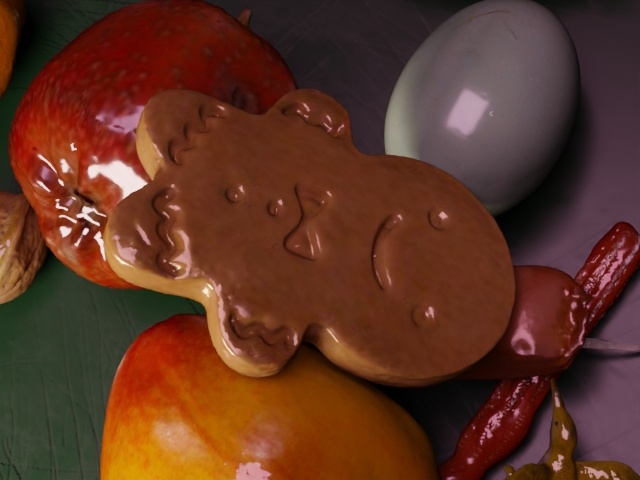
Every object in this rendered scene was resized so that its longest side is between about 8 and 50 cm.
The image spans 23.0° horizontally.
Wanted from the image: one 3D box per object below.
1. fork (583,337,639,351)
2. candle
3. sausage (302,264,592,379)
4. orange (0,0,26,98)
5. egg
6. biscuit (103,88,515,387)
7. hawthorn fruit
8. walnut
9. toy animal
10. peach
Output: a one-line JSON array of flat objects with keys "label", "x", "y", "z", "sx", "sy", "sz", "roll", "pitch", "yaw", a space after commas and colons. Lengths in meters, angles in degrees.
[{"label": "fork", "x": 0.280, "y": 0.098, "z": 1.445, "sx": 0.115, "sy": 0.012, "sz": 0.016, "roll": 5, "pitch": 75, "yaw": -9}, {"label": "candle", "x": 0.200, "y": 0.123, "z": 1.456, "sx": 0.051, "sy": 0.048, "sz": 0.329, "roll": 39, "pitch": 85, "yaw": -21}, {"label": "sausage", "x": 0.081, "y": 0.079, "z": 1.455, "sx": 0.348, "sy": 0.094, "sz": 0.097, "roll": -2, "pitch": 67, "yaw": 22}, {"label": "orange", "x": -0.433, "y": -0.229, "z": 1.614, "sx": 0.249, "sy": 0.183, "sz": 0.249, "roll": 4, "pitch": 55, "yaw": -6}, {"label": "egg", "x": 0.153, "y": -0.123, "z": 1.472, "sx": 0.168, "sy": 0.168, "sz": 0.231, "roll": 25, "pitch": 74, "yaw": 19}, {"label": "biscuit", "x": 0.001, "y": -0.001, "z": 1.319, "sx": 0.355, "sy": 0.052, "sz": 0.275, "roll": 22, "pitch": 58, "yaw": -9}, {"label": "hawthorn fruit", "x": -0.146, "y": -0.101, "z": 1.491, "sx": 0.275, "sy": 0.275, "sz": 0.299, "roll": 27, "pitch": 73, "yaw": 19}, {"label": "walnut", "x": -0.327, "y": 0.006, "z": 1.592, "sx": 0.105, "sy": 0.105, "sz": 0.124, "roll": 21, "pitch": 80, "yaw": 18}, {"label": "toy animal", "x": 0.197, "y": 0.207, "z": 1.400, "sx": 0.219, "sy": 0.095, "sz": 0.155, "roll": 1, "pitch": 70, "yaw": -26}, {"label": "peach", "x": -0.060, "y": 0.221, "z": 1.369, "sx": 0.308, "sy": 0.289, "sz": 0.289, "roll": 25, "pitch": 82, "yaw": 10}]
